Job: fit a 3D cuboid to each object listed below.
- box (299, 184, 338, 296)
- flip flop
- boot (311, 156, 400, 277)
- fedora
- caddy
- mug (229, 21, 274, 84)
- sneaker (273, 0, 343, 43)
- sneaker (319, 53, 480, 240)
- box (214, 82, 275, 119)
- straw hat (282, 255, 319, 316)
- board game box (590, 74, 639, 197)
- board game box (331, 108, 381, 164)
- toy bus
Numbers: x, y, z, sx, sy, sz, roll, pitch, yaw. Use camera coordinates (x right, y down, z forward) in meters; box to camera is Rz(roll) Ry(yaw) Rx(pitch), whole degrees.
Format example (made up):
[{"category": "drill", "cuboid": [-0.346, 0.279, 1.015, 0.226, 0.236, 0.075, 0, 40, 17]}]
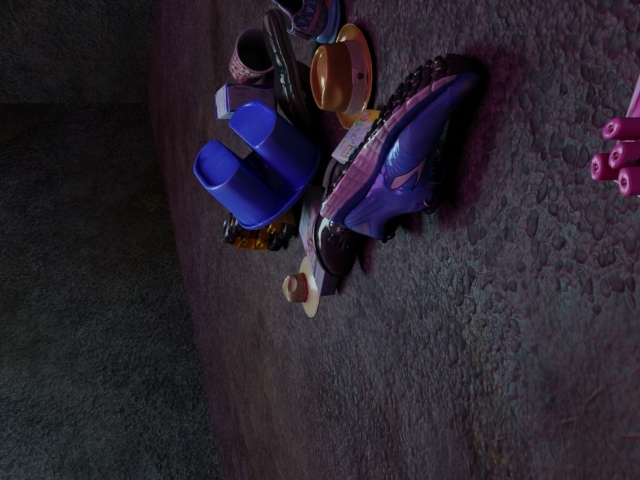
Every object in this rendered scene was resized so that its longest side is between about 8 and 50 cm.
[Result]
[{"category": "box", "cuboid": [0.000, 0.000, 1.544, 0.145, 0.038, 0.186, 101, 158, -50]}, {"category": "flip flop", "cuboid": [-0.053, -0.356, 1.560, 0.112, 0.080, 0.277, 33, 143, 56]}, {"category": "boot", "cuboid": [0.068, -0.035, 1.308, 0.229, 0.091, 0.263, -145, 56, -65]}, {"category": "fedora", "cuboid": [0.030, -0.303, 1.369, 0.194, 0.079, 0.194, 175, 90, -70]}, {"category": "caddy", "cuboid": [-0.131, -0.160, 1.621, 0.241, 0.179, 0.341, -48, 29, 3]}, {"category": "mug", "cuboid": [-0.155, -0.463, 1.838, 0.113, 0.150, 0.169, 50, 166, -9]}, {"category": "sneaker", "cuboid": [-0.039, -0.507, 1.445, 0.104, 0.125, 0.262, 123, 138, -57]}, {"category": "sneaker", "cuboid": [0.137, -0.127, 1.085, 0.330, 0.147, 0.130, -53, 8, 38]}, {"category": "box", "cuboid": [-0.194, -0.352, 1.887, 0.137, 0.126, 0.072, 176, 91, -70]}, {"category": "straw hat", "cuboid": [-0.054, 0.110, 1.701, 0.144, 0.061, 0.144, 176, 90, -70]}, {"category": "board game box", "cuboid": [0.377, -0.141, 0.523, 0.390, 0.050, 0.390, -125, 36, -53]}, {"category": "board game box", "cuboid": [0.083, -0.170, 1.245, 0.103, 0.026, 0.154, -55, 23, -1]}, {"category": "toy bus", "cuboid": [-0.145, -0.095, 1.823, 0.220, 0.149, 0.211, 141, 138, -63]}]
